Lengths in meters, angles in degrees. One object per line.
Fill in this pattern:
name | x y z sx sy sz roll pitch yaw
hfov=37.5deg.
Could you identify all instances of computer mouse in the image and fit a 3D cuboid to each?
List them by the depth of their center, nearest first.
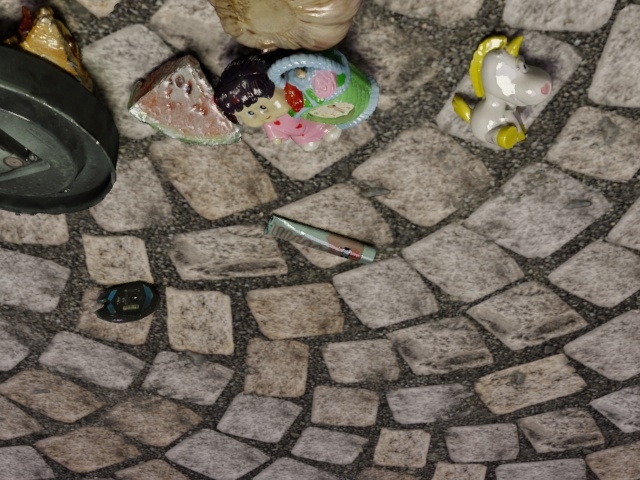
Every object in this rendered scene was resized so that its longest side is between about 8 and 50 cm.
computer mouse | -0.377 0.126 1.856 0.135 0.079 0.047 -7 148 5

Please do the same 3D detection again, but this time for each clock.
clock | -0.038 -0.219 1.393 0.194 0.100 0.196 -22 155 38
clock | -0.505 -0.167 1.478 0.387 0.076 0.386 7 151 4

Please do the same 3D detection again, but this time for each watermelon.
watermelon | -0.200 -0.227 1.468 0.187 0.071 0.139 16 130 -3

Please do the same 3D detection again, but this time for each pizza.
pizza | -0.408 -0.284 1.399 0.154 0.069 0.194 15 146 -9

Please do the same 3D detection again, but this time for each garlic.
garlic | -0.058 -0.362 1.252 0.245 0.160 0.245 8 158 3

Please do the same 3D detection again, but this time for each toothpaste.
toothpaste | 0.000 0.000 1.730 0.205 0.036 0.056 17 138 -10

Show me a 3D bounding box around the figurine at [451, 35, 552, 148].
figurine | 0.277 -0.228 1.428 0.130 0.109 0.178 27 133 6
